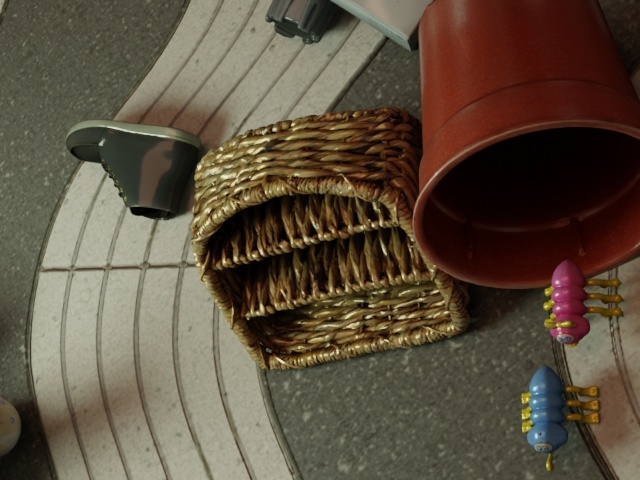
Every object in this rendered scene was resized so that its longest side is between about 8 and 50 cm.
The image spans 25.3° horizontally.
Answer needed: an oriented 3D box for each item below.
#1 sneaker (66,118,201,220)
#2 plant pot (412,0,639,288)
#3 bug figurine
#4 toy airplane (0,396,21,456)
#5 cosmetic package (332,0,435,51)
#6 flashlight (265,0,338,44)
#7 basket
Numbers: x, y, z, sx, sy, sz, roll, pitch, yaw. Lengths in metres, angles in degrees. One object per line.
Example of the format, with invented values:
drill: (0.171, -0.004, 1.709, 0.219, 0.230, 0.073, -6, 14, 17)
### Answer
sneaker: (-0.270, -0.094, 1.924, 0.222, 0.083, 0.118, 4, 73, 36)
plant pot: (0.217, -0.134, 1.495, 0.272, 0.272, 0.265, -25, 49, 25)
bug figurine: (0.309, 0.109, 1.424, 0.279, 0.072, 0.216, -15, 65, 30)
toy airplane: (-0.520, 0.288, 1.856, 0.384, 0.272, 0.386, 15, 116, 49)
cosmetic package: (0.095, -0.465, 1.735, 0.284, 0.097, 0.377, 34, 92, 6)
flashlight: (0.032, -0.402, 1.833, 0.103, 0.103, 0.304, 23, 84, 26)
basket: (0.000, 0.000, 1.604, 0.299, 0.213, 0.223, -12, 63, 32)
